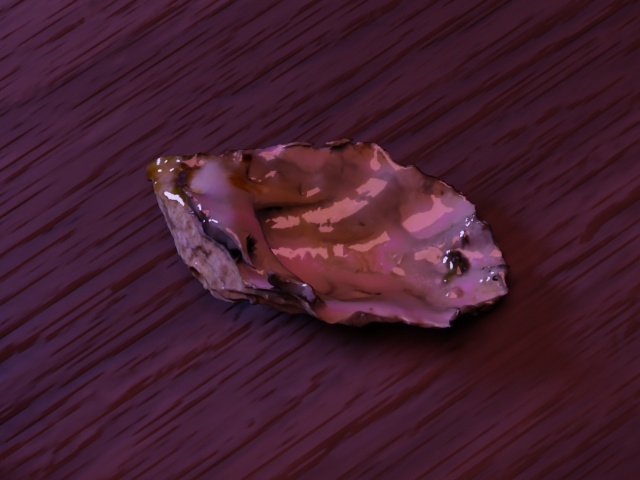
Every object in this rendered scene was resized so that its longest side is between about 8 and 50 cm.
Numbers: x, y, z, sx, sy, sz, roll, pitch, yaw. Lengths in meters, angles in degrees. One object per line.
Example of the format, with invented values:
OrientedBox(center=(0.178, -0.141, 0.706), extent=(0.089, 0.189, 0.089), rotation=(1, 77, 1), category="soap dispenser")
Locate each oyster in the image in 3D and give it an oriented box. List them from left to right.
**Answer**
OrientedBox(center=(0.005, 0.007, 1.113), extent=(0.209, 0.072, 0.133), rotation=(2, 56, -13), category="oyster")
